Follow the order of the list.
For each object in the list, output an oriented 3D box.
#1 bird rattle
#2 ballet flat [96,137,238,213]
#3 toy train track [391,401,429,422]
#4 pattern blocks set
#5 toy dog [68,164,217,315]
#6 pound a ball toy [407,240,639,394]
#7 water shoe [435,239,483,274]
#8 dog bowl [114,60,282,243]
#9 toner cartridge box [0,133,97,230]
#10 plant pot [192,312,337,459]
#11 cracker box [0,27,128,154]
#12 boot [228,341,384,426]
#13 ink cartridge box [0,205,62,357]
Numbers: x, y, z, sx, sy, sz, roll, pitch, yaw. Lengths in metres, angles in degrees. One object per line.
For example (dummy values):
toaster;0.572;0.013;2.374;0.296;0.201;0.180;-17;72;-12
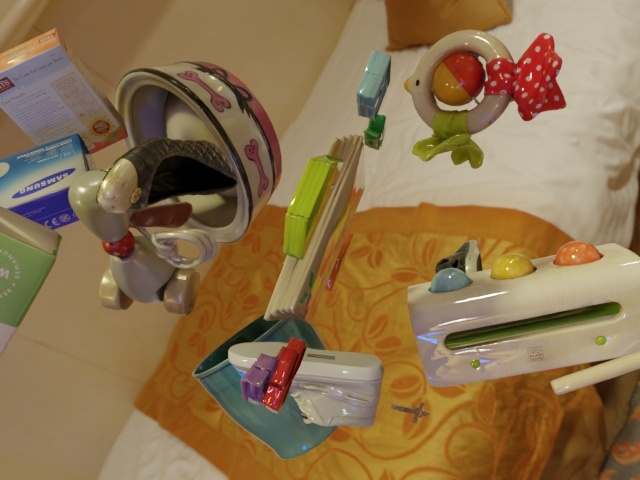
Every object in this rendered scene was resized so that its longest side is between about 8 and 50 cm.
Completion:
bird rattle;0.234;-0.233;0.819;0.253;0.143;0.206;-46;68;36
ballet flat;-0.121;-0.055;0.448;0.057;0.049;0.173;-58;-7;24
toy train track;0.177;0.335;1.052;0.014;0.084;0.048;-126;55;-69
pattern blocks set;0.000;0.000;0.512;0.026;0.285;0.324;20;70;10
toy dog;-0.279;-0.008;0.845;0.333;0.220;0.160;124;159;-52
pound a ball toy;0.272;0.083;0.636;0.320;0.135;0.208;-14;8;12
water shoe;0.247;0.041;0.951;0.080;0.203;0.072;-7;92;15
dog bowl;-0.255;-0.201;1.157;0.408;0.407;0.150;-5;31;49
toner cartridge box;-0.559;-0.058;0.899;0.348;0.075;0.165;-23;47;-12
plant pot;-0.084;0.301;1.114;0.272;0.255;0.271;-34;3;2
cracker box;-0.500;-0.262;1.011;0.156;0.232;0.067;-26;55;-3
boot;-0.029;0.245;0.874;0.095;0.259;0.123;-42;-43;-79
ink cartridge box;-0.404;0.112;0.441;0.353;0.207;0.119;-61;27;-2
